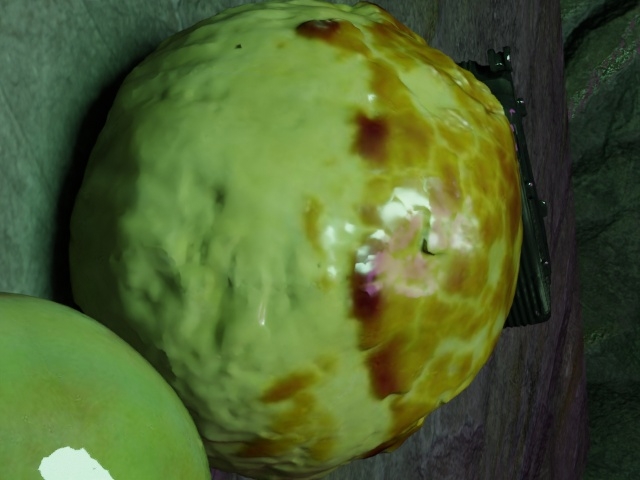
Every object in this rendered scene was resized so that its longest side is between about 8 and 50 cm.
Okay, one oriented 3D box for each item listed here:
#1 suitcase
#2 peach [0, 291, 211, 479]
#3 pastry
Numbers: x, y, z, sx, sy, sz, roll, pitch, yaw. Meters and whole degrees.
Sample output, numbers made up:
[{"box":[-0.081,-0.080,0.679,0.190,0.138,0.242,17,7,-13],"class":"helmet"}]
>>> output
[{"box":[0.121,-0.034,1.439,0.335,0.230,0.152,67,20,-50],"class":"suitcase"},{"box":[-0.179,0.171,0.710,0.247,0.292,0.292,-12,110,-22],"class":"peach"},{"box":[0.000,0.000,1.045,0.388,0.313,0.388,-26,119,-61],"class":"pastry"}]
